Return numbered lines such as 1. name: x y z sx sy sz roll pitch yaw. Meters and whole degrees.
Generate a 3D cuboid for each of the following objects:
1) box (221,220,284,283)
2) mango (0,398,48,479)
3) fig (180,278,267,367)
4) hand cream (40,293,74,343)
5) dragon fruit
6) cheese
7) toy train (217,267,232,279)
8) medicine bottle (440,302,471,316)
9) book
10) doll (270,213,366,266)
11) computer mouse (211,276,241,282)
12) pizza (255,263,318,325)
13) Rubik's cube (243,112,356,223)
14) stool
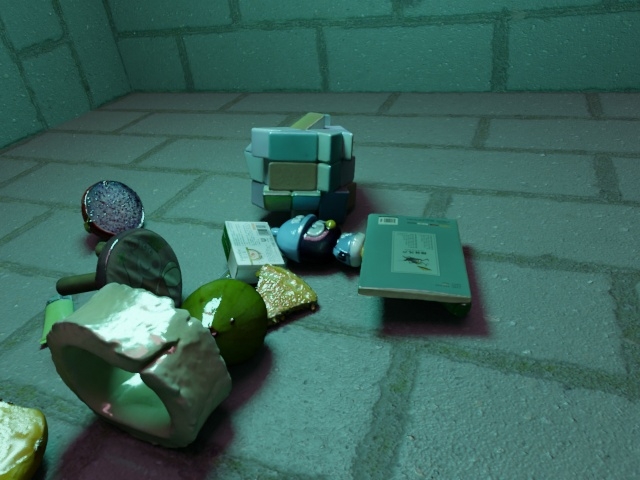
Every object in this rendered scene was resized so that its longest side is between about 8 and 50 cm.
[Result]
1. box: -0.199 0.032 1.397 0.135 0.081 0.199 1 37 -24
2. mango: -0.619 0.425 0.873 0.188 0.137 0.257 10 35 -6
3. fig: -0.214 0.187 1.075 0.203 0.202 0.225 -10 0 -4
4. hand cream: -0.712 0.209 1.322 0.095 0.045 0.175 -18 40 -18
5. dragon fruit: -0.751 -0.088 1.702 0.148 0.219 0.223 -22 61 36
6. cheese: -0.349 0.248 0.951 0.333 0.292 0.153 13 36 17
7. toy train: -0.232 0.079 1.426 0.055 0.048 0.252 11 36 23
8. medicine bottle: 0.280 0.092 1.271 0.111 0.076 0.309 -14 32 -19
9. book: 0.242 0.032 1.268 0.265 0.031 0.379 4 31 9
10. doll: 0.000 0.000 1.418 0.314 0.140 0.177 9 22 15
11. computer mouse: -0.274 0.188 1.239 0.128 0.079 0.231 23 58 36
12. pizza: -0.122 0.162 1.253 0.188 0.062 0.199 34 55 17
13. Rubik's cube: -0.059 -0.235 1.600 0.388 0.357 0.368 -13 23 -35
14. stool: -0.504 0.112 1.249 0.179 0.272 0.272 -11 29 22
